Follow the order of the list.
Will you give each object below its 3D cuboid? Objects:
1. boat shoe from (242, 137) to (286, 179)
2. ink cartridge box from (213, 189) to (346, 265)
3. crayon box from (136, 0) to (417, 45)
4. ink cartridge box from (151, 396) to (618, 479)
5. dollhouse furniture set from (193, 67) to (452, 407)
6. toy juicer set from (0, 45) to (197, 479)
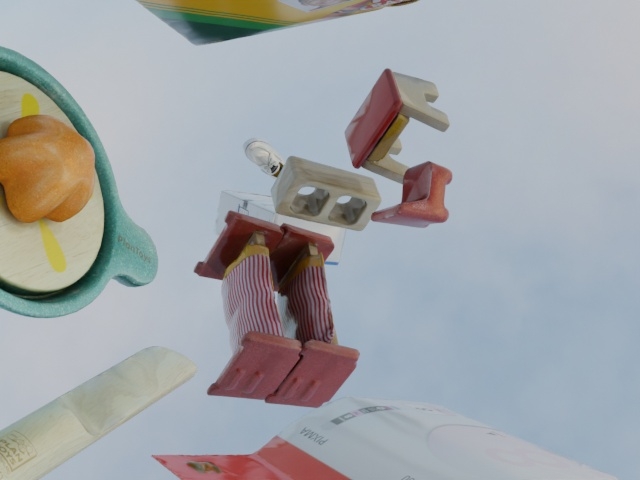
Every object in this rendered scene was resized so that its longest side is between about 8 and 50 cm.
[{"bbox_3d":[-0.070,-0.108,1.476,0.035,0.100,0.035,-42,-129,6],"label":"boat shoe"},{"bbox_3d":[-0.068,-0.022,1.726,0.191,0.140,0.082,20,-78,56],"label":"ink cartridge box"},{"bbox_3d":[0.037,-0.185,0.584,0.279,0.165,0.081,-11,-90,6],"label":"crayon box"},{"bbox_3d":[0.040,0.144,0.673,0.189,0.232,0.066,15,-89,56],"label":"ink cartridge box"},{"bbox_3d":[0.000,0.000,1.206,0.374,0.152,0.201,-57,-147,36],"label":"dollhouse furniture set"},{"bbox_3d":[-0.155,-0.006,0.470,0.090,0.329,0.209,-19,-155,26],"label":"toy juicer set"}]
